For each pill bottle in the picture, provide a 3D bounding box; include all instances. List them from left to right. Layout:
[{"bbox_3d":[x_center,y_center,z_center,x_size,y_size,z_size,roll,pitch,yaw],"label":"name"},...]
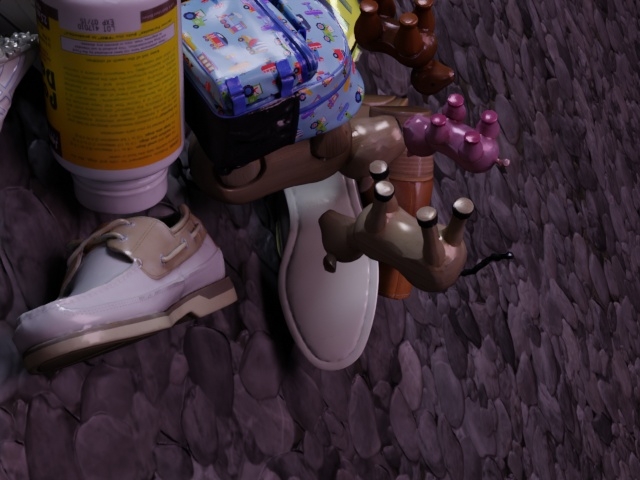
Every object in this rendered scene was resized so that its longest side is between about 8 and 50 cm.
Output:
[{"bbox_3d":[-0.174,-0.132,1.077,0.117,0.117,0.215,-65,162,-52],"label":"pill bottle"}]

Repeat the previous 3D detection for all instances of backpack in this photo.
[{"bbox_3d":[-0.047,-0.161,1.157,0.158,0.173,0.117,56,-23,31],"label":"backpack"}]

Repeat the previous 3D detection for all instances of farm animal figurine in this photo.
[{"bbox_3d":[0.014,-0.087,1.281,0.172,0.327,0.330,90,0,-53],"label":"farm animal figurine"}]

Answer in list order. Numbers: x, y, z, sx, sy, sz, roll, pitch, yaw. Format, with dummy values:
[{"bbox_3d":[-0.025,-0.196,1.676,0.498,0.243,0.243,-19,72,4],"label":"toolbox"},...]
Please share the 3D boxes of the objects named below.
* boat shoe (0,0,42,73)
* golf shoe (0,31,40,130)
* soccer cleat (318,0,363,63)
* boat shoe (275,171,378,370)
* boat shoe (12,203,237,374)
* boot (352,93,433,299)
[{"bbox_3d":[-0.220,-0.197,1.132,0.258,0.084,0.095,30,49,-52],"label":"boat shoe"},{"bbox_3d":[-0.278,-0.112,1.024,0.176,0.069,0.086,-54,144,-54],"label":"golf shoe"},{"bbox_3d":[-0.004,-0.319,1.621,0.121,0.093,0.289,14,63,-24],"label":"soccer cleat"},{"bbox_3d":[0.005,-0.001,1.404,0.091,0.109,0.305,74,8,-72],"label":"boat shoe"},{"bbox_3d":[-0.170,0.036,1.076,0.302,0.113,0.103,-21,92,-73],"label":"boat shoe"},{"bbox_3d":[0.065,-0.061,1.535,0.109,0.283,0.220,-1,103,-20],"label":"boot"}]
